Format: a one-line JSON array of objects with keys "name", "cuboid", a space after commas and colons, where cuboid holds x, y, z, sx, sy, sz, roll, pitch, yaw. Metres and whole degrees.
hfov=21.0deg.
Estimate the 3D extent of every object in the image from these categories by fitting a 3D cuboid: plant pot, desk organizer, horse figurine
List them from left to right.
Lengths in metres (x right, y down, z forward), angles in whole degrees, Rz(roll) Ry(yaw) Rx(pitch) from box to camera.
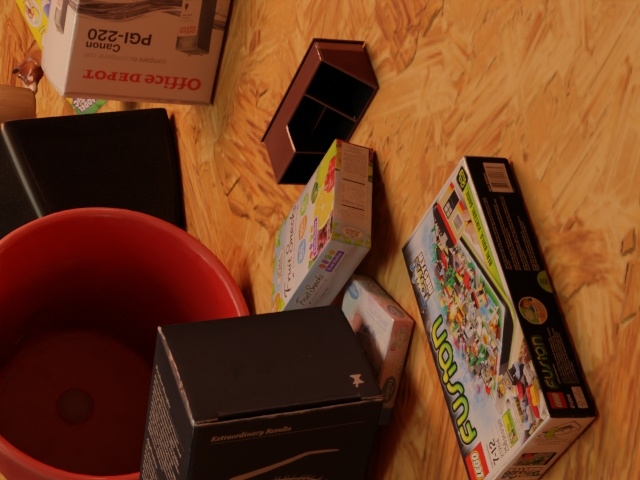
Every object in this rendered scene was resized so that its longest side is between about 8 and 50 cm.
[{"name": "horse figurine", "cuboid": [-0.292, -0.258, 2.053, 0.174, 0.066, 0.263, 58, 140, 43]}, {"name": "plant pot", "cuboid": [-0.245, -0.012, 1.803, 0.187, 0.188, 0.167, -56, 49, 49]}, {"name": "plant pot", "cuboid": [-0.220, 0.134, 1.648, 0.243, 0.275, 0.274, 122, 143, -64]}, {"name": "desk organizer", "cuboid": [-0.002, -0.104, 1.422, 0.130, 0.047, 0.050, 120, 141, -46]}]

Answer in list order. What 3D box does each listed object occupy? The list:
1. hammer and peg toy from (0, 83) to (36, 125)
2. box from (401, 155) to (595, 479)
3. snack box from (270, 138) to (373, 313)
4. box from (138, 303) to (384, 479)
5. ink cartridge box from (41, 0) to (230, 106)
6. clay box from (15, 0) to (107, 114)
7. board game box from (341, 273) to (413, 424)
[{"name": "hammer and peg toy", "cuboid": [-0.343, 0.008, 2.065, 0.266, 0.127, 0.361, 125, 140, -53]}, {"name": "box", "cuboid": [0.115, 0.058, 1.162, 0.114, 0.036, 0.207, 121, 143, -47]}, {"name": "snack box", "cuboid": [0.000, 0.000, 1.395, 0.141, 0.037, 0.100, 124, 156, -50]}, {"name": "box", "cuboid": [-0.051, 0.164, 1.346, 0.108, 0.153, 0.207, -116, 29, -44]}, {"name": "ink cartridge box", "cuboid": [-0.171, -0.246, 1.671, 0.092, 0.159, 0.217, -127, 45, -54]}, {"name": "clay box", "cuboid": [-0.270, -0.257, 1.922, 0.127, 0.053, 0.222, -36, 80, 46]}, {"name": "board game box", "cuboid": [0.038, 0.084, 1.348, 0.090, 0.020, 0.090, -133, 49, -58]}]
